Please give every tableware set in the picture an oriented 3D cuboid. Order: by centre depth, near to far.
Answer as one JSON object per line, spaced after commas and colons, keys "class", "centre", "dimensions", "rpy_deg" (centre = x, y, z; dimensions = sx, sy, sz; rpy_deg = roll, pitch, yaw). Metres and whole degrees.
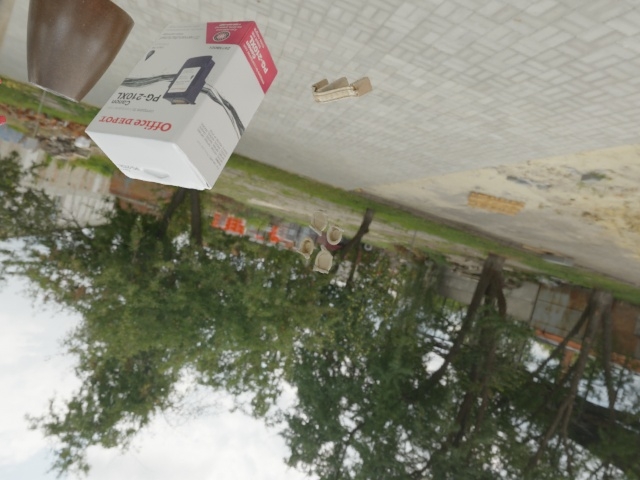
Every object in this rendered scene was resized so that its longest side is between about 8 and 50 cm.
{"class": "tableware set", "centre": [0.000, 0.000, 1.242], "dimensions": [0.020, 0.169, 0.141], "rpy_deg": [8, -160, -46]}

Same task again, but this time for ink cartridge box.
{"class": "ink cartridge box", "centre": [-0.196, -0.205, 0.661], "dimensions": [0.171, 0.237, 0.100], "rpy_deg": [12, 154, 26]}

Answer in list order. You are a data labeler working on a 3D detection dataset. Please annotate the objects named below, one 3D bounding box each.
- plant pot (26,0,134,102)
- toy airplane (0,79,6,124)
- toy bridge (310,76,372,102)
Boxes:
{"class": "plant pot", "centre": [-0.581, -0.451, 1.037], "dimensions": [0.215, 0.231, 0.215], "rpy_deg": [21, -178, -1]}
{"class": "toy airplane", "centre": [-0.712, -0.280, 0.918], "dimensions": [0.151, 0.151, 0.028], "rpy_deg": [16, 166, -11]}
{"class": "toy bridge", "centre": [0.022, -0.267, 0.796], "dimensions": [0.188, 0.063, 0.026], "rpy_deg": [38, 155, 61]}
